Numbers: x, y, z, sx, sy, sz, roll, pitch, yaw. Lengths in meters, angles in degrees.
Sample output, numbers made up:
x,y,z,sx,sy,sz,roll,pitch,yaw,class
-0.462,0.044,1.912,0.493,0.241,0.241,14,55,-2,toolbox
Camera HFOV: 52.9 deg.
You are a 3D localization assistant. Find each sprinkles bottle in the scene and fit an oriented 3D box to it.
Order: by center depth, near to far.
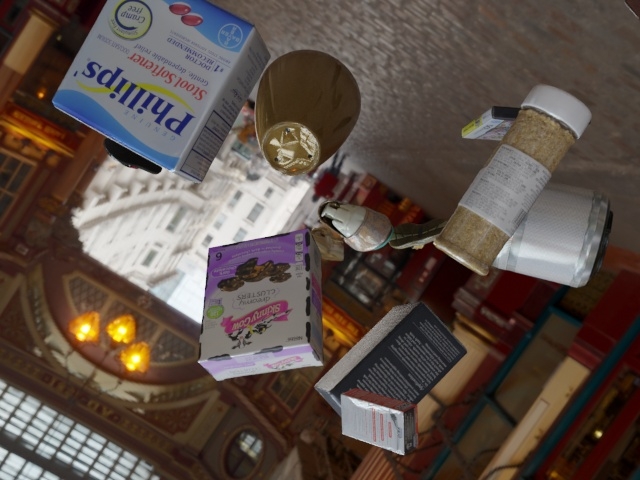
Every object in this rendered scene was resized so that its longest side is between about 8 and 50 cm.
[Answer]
x,y,z,sx,sy,sz,roll,pitch,yaw,class
0.354,-0.110,1.197,0.121,0.355,0.121,32,-176,-3,sprinkles bottle

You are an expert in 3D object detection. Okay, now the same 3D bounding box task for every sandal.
x,y,z,sx,sy,sz,roll,pitch,yaw,class
0.243,-0.009,1.564,0.180,0.072,0.049,-12,138,39,sandal
-0.519,-0.224,1.764,0.040,0.067,0.179,-18,148,39,sandal

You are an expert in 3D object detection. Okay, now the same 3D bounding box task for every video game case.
x,y,z,sx,sy,sz,roll,pitch,yaw,class
0.572,-0.323,1.822,0.275,0.035,0.248,3,176,-7,video game case

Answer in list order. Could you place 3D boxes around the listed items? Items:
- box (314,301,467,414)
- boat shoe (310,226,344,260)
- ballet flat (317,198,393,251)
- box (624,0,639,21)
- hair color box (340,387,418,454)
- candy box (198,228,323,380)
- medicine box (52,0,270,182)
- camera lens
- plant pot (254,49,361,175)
x,y,z,sx,sy,sz,roll,pitch,yaw,class
0.208,0.401,1.998,0.212,0.395,0.293,48,168,0,box
0.000,0.000,1.327,0.063,0.059,0.170,3,169,25,boat shoe
0.067,-0.046,1.581,0.106,0.107,0.316,31,176,-21,ballet flat
0.866,-0.454,1.417,0.381,0.143,0.191,10,-132,-34,box
0.122,0.375,1.345,0.053,0.093,0.167,-9,-170,-44,hair color box
-0.084,0.092,0.941,0.070,0.165,0.196,64,-161,-51,candy box
-0.280,-0.294,1.165,0.263,0.289,0.149,29,180,7,medicine box
0.501,-0.026,1.457,0.274,0.219,0.219,14,177,18,camera lens
-0.041,-0.246,1.348,0.237,0.237,0.254,33,-149,-13,plant pot
